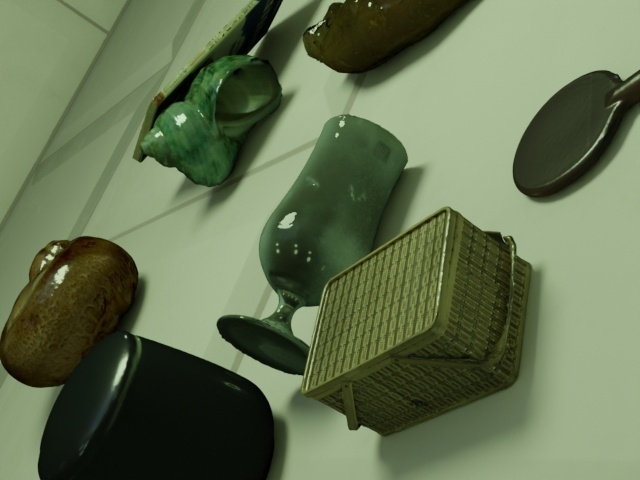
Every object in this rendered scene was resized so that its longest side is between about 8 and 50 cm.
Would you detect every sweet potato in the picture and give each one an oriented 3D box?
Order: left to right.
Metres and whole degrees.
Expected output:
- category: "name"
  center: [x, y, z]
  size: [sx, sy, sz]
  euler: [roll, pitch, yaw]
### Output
- category: "sweet potato"
  center: [0.075, -0.255, 1.164]
  size: [0.286, 0.085, 0.112]
  euler: [-25, 34, 52]

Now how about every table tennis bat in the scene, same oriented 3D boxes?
- category: "table tennis bat"
  center: [0.162, -0.117, 0.758]
  size: [0.170, 0.119, 0.107]
  euler: [-36, 31, 45]

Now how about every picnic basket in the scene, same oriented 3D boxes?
- category: "picnic basket"
  center: [0.068, 0.062, 0.764]
  size: [0.164, 0.079, 0.115]
  euler: [-34, 31, 43]

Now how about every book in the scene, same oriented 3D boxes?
- category: "book"
  center: [-0.154, -0.262, 1.557]
  size: [0.322, 0.018, 0.228]
  euler: [-50, 2, -22]

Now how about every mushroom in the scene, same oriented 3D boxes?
- category: "mushroom"
  center: [-0.362, 0.097, 1.507]
  size: [0.253, 0.153, 0.253]
  euler: [-52, 14, 18]

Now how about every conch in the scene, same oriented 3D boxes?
- category: "conch"
  center: [-0.148, -0.163, 1.438]
  size: [0.188, 0.122, 0.176]
  euler: [-53, -9, -21]

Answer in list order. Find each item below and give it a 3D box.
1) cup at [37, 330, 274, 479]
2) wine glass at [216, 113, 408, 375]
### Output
- category: "cup"
  center: [-0.161, 0.190, 0.943]
  size: [0.223, 0.176, 0.169]
  euler: [-39, 31, 35]
- category: "wine glass"
  center: [0.000, 0.000, 0.961]
  size: [0.103, 0.103, 0.231]
  euler: [-19, 39, 57]
